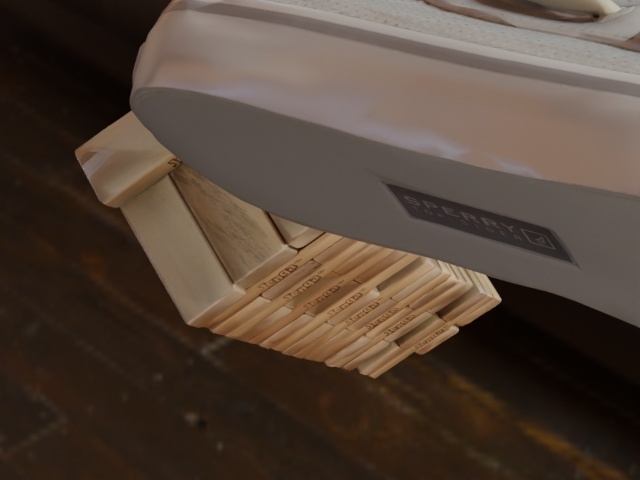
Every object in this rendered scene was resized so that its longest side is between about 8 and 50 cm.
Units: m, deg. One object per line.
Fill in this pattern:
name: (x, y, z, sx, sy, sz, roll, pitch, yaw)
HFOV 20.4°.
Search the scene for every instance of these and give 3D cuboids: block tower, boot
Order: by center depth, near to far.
boot: (0.082, -0.047, 0.391, 0.258, 0.095, 0.123, 19, 72, 31)
block tower: (0.000, 0.000, 0.915, 0.097, 0.091, 0.335, 58, 11, 19)
